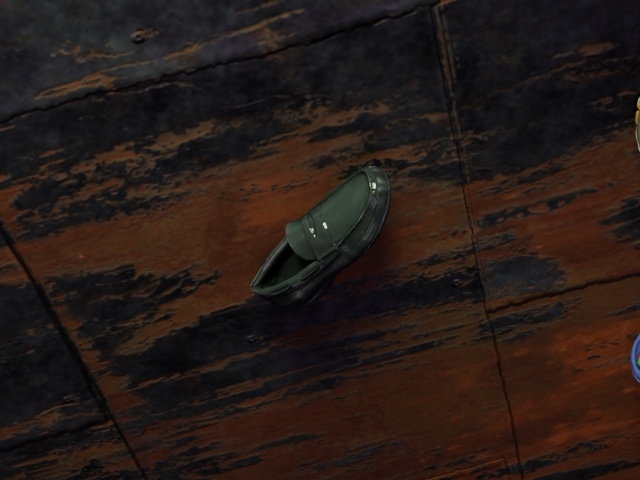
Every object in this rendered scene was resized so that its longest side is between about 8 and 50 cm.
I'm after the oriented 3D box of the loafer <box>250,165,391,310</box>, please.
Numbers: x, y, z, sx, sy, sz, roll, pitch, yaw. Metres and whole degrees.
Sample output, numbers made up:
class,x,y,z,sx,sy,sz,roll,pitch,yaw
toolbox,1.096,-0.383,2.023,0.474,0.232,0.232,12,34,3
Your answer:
class,x,y,z,sx,sy,sz,roll,pitch,yaw
loafer,0.000,0.000,1.457,0.078,0.076,0.223,10,136,-33

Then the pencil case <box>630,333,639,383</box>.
class,x,y,z,sx,sy,sz,roll,pitch,yaw
pencil case,0.536,0.200,1.767,0.133,0.119,0.306,-41,131,13

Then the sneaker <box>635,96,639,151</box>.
class,x,y,z,sx,sy,sz,roll,pitch,yaw
sneaker,0.412,-0.157,1.392,0.084,0.083,0.215,12,133,-26
